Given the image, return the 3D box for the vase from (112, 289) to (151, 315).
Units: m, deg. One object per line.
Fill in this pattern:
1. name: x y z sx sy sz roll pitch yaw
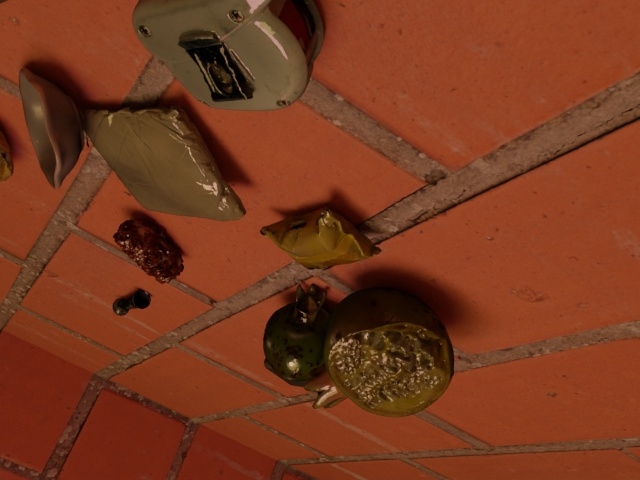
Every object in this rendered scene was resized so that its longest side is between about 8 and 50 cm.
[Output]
1. vase: -0.580 0.192 2.162 0.059 0.059 0.167 36 148 -25

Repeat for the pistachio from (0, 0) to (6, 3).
1. pistachio: -0.508 -0.404 1.003 0.238 0.153 0.137 33 153 39

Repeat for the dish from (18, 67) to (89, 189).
1. dish: -0.494 -0.215 1.331 0.229 0.081 0.229 39 138 46

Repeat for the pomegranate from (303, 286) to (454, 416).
1. pomegranate: 0.121 0.244 1.585 0.358 0.216 0.310 -31 121 29

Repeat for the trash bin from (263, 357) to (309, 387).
1. trash bin: -0.017 0.347 1.995 0.240 0.122 0.164 -6 143 43

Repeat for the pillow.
1. pillow: -0.305 -0.152 1.368 0.281 0.076 0.274 5 140 34

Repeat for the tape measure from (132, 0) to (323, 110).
1. tape measure: -0.117 -0.280 0.967 0.243 0.125 0.246 0 145 34

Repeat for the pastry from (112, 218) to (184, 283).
1. pastry: -0.415 0.022 1.714 0.115 0.097 0.208 8 151 31

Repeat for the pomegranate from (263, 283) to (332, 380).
1. pomegranate: -0.040 0.228 1.738 0.211 0.211 0.263 13 126 15

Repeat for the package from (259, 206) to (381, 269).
1. package: 0.000 0.000 1.411 0.168 0.090 0.226 37 151 -33

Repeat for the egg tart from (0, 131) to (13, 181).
1. egg tart: -0.839 -0.218 1.537 0.341 0.132 0.341 18 150 11
